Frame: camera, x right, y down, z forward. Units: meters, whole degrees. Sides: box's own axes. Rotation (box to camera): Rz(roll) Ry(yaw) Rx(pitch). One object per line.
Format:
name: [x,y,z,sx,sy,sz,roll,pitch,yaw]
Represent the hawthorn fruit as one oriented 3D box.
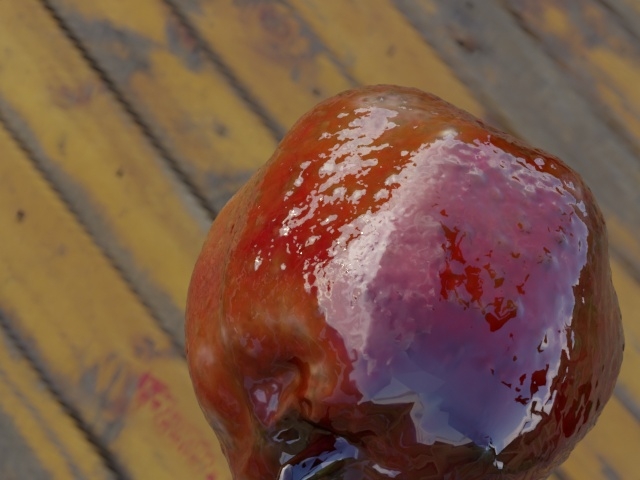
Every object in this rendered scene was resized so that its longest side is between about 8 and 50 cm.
hawthorn fruit: [0.026,0.059,1.082,0.254,0.254,0.300,44,46,8]
